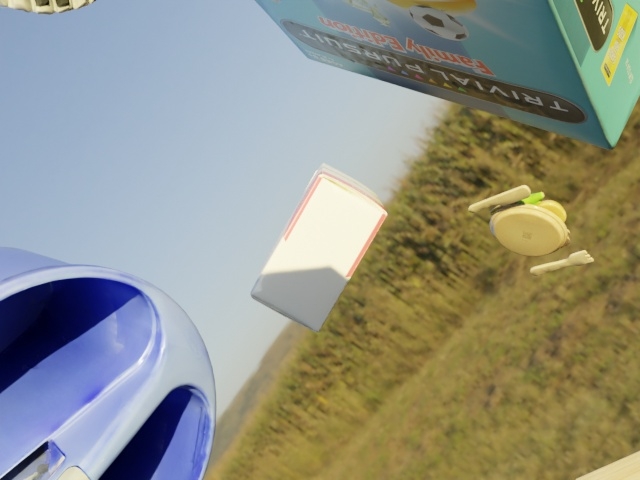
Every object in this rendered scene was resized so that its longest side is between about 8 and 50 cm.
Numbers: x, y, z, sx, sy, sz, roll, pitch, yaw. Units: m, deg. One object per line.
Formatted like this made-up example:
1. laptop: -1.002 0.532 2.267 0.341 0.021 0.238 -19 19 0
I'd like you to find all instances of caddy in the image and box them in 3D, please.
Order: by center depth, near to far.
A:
1. caddy: -0.223 0.157 0.634 0.341 0.241 0.179 -41 34 -26

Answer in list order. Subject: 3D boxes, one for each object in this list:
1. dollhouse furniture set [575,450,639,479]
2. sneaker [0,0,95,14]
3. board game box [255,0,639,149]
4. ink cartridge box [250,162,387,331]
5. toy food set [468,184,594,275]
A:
1. dollhouse furniture set: 0.490 0.467 1.176 0.362 0.256 0.394 -27 31 9
2. sneaker: -0.343 -0.268 0.952 0.292 0.118 0.110 -13 -74 -34
3. board game box: 0.036 -0.182 0.557 0.079 0.254 0.336 -63 -31 -6
4. ink cartridge box: 0.000 0.000 1.505 0.207 0.117 0.283 -60 3 7
5. toy food set: 0.336 -0.023 1.562 0.132 0.192 0.038 -20 38 43
